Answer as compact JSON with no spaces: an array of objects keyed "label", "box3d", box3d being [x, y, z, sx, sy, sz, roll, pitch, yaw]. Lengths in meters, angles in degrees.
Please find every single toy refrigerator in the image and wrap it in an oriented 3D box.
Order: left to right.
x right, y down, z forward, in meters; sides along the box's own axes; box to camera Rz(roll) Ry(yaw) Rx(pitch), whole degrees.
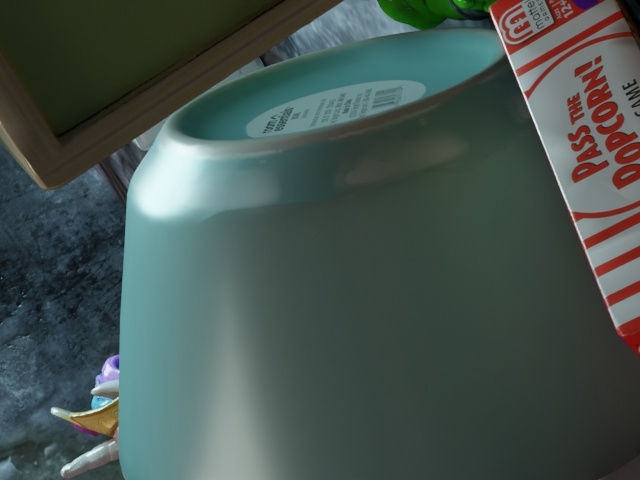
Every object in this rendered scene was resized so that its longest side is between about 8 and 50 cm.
[{"label":"toy refrigerator","box3d":[-0.014,-0.139,0.410,0.094,0.269,0.102,36,157,55]}]

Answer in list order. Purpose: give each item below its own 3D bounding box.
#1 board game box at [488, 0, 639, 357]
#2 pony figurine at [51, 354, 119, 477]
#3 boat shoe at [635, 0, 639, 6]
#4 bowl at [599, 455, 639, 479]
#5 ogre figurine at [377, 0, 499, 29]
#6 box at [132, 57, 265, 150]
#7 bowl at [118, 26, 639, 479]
[{"label":"board game box","box3d":[0.143,0.003,0.457,0.193,0.045,0.147,38,-150,-45]},{"label":"pony figurine","box3d":[0.005,0.115,0.952,0.363,0.351,0.303,32,-178,11]},{"label":"boat shoe","box3d":[0.097,-0.156,0.315,0.104,0.110,0.307,43,163,40]},{"label":"bowl","box3d":[0.216,0.169,0.696,0.298,0.134,0.298,52,168,15]},{"label":"ogre figurine","box3d":[0.011,-0.165,0.640,0.197,0.097,0.118,11,175,-4]},{"label":"box","box3d":[-0.196,-0.212,1.224,0.311,0.148,0.121,34,156,56]},{"label":"bowl","box3d":[0.029,-0.004,0.614,0.311,0.311,0.163,29,137,64]}]
